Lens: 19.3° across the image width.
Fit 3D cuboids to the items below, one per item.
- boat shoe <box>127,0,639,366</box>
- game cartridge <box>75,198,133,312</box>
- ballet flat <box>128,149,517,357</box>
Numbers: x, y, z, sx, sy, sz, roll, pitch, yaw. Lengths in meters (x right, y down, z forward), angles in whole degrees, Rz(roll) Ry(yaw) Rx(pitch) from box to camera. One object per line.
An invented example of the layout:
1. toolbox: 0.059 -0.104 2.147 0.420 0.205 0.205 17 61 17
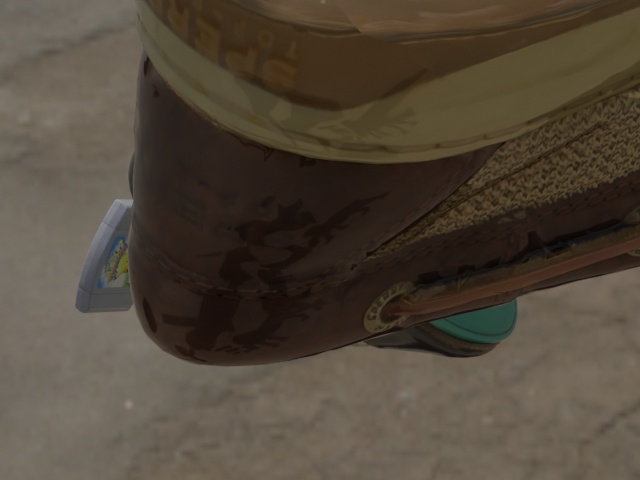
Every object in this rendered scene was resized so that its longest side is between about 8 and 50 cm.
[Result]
1. boat shoe: 0.097 -0.048 0.465 0.342 0.123 0.123 -20 45 -38
2. game cartridge: -0.138 0.012 1.293 0.017 0.083 0.056 31 16 32
3. ballet flat: 0.000 0.000 0.691 0.074 0.074 0.203 18 -7 36
